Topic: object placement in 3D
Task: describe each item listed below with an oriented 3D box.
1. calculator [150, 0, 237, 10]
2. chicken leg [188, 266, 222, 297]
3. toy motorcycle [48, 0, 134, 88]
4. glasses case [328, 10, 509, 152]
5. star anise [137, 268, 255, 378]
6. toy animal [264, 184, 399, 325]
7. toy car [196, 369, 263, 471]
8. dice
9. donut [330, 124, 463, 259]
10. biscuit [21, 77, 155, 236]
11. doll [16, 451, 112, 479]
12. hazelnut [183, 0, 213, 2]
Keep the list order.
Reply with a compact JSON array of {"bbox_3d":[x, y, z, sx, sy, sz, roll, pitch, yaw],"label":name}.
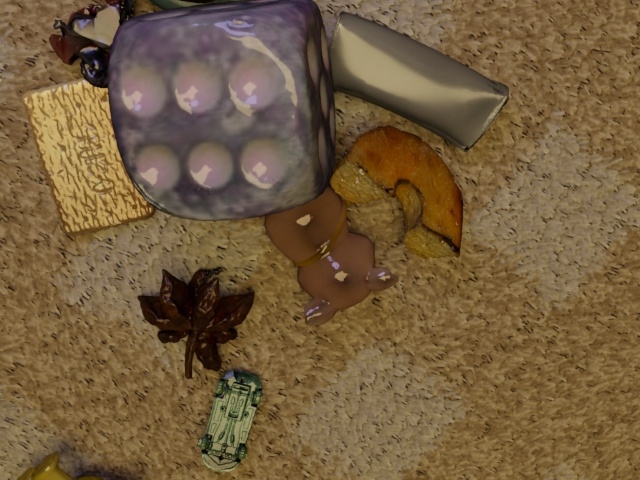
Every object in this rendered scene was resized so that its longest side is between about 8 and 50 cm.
[{"bbox_3d":[-0.181,-0.435,0.999,0.303,0.042,0.188,18,110,-5],"label":"calculator"},{"bbox_3d":[-0.210,0.072,1.135,0.036,0.021,0.083,38,100,-4],"label":"chicken leg"},{"bbox_3d":[-0.348,-0.348,0.989,0.118,0.084,0.212,18,103,0],"label":"toy motorcycle"},{"bbox_3d":[0.148,-0.259,1.061,0.308,0.083,0.128,23,106,-10],"label":"glasses case"},{"bbox_3d":[-0.211,0.135,1.098,0.196,0.111,0.212,-39,107,12],"label":"star anise"},{"bbox_3d":[0.002,-0.001,1.080,0.165,0.149,0.248,-32,92,18],"label":"toy animal"},{"bbox_3d":[-0.166,0.328,1.179,0.093,0.058,0.186,16,89,-8],"label":"toy car"},{"bbox_3d":[-0.126,-0.195,0.925,0.270,0.271,0.270,-2,114,9],"label":"dice"},{"bbox_3d":[0.143,-0.091,1.068,0.259,0.101,0.152,38,56,-16],"label":"donut"},{"bbox_3d":[-0.381,-0.140,1.067,0.160,0.030,0.249,-14,103,-3],"label":"biscuit"},{"bbox_3d":[-0.385,0.532,1.164,0.199,0.145,0.363,-35,107,18],"label":"doll"},{"bbox_3d":[-0.194,-0.418,0.885,0.202,0.170,0.160,20,97,-2],"label":"hazelnut"}]
